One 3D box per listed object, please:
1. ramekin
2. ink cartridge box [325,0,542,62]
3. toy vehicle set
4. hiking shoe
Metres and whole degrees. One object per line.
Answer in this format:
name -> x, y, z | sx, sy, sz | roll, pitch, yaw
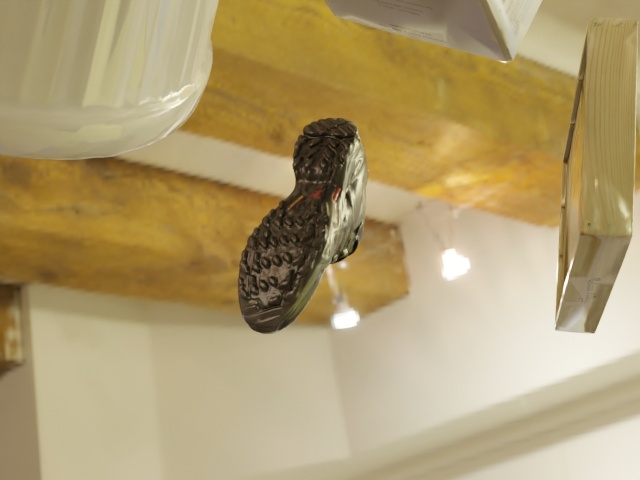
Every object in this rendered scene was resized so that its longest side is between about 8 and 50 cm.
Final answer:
ramekin -> -0.169, -0.172, 0.655 | 0.272, 0.273, 0.127 | 4, -53, -30
ink cartridge box -> 0.084, -0.319, 1.060 | 0.197, 0.198, 0.270 | 20, -14, 29
toy vehicle set -> 0.214, -0.039, 1.000 | 0.035, 0.166, 0.267 | 4, -18, 8
hiking shoe -> 0.000, 0.000, 1.208 | 0.086, 0.227, 0.114 | 10, -26, 32
